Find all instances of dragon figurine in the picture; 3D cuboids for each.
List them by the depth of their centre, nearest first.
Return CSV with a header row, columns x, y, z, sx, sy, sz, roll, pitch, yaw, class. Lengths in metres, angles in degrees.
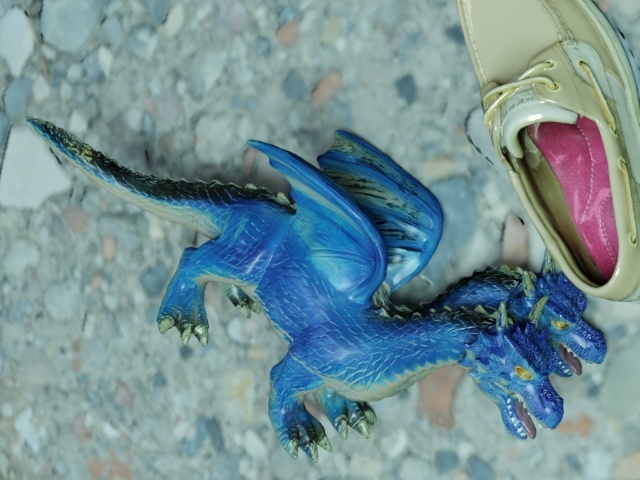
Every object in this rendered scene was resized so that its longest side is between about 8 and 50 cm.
x,y,z,sx,sy,sz,roll,pitch,yaw,class
0.000,0.000,0.876,0.289,0.085,0.144,46,118,20,dragon figurine

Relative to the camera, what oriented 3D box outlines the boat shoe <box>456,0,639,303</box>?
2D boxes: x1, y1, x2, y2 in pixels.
x,y,z,sx,sy,sz,roll,pitch,yaw,class
0.101,-0.051,0.811,0.063,0.059,0.170,-37,72,34,boat shoe
